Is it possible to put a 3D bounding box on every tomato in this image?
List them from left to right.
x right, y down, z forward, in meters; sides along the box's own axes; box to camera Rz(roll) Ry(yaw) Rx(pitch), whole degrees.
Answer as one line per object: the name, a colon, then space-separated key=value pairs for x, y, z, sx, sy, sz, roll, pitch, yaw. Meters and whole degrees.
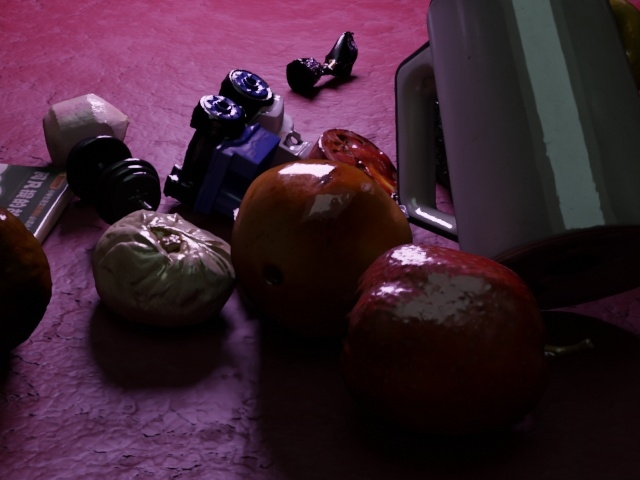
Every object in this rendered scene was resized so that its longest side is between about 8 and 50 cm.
tomato: x=0.036 y=-0.076 z=1.614 sx=0.139 sy=0.091 sz=0.159 roll=39 pitch=29 yaw=-2

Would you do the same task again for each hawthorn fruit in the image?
hawthorn fruit: x=0.149 y=0.107 z=1.224 sx=0.253 sy=0.205 sz=0.205 roll=9 pitch=32 yaw=12

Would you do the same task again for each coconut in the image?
coconut: x=-0.336 y=-0.158 z=1.732 sx=0.124 sy=0.110 sz=0.110 roll=-15 pitch=34 yaw=-14

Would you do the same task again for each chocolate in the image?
chocolate: x=0.013 y=-0.296 z=2.015 sx=0.147 sy=0.072 sz=0.070 roll=-28 pitch=44 yaw=-31

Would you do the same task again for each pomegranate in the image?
pomegranate: x=0.000 y=0.012 z=1.369 sx=0.209 sy=0.209 sz=0.209 roll=1 pitch=31 yaw=-1

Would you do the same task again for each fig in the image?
fig: x=-0.372 y=0.031 z=1.364 sx=0.190 sy=0.191 sz=0.290 roll=9 pitch=15 yaw=13

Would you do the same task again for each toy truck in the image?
toy truck: x=-0.097 y=-0.114 z=1.647 sx=0.177 sy=0.161 sz=0.213 roll=28 pitch=35 yaw=5

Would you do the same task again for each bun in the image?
bun: x=-0.186 y=0.026 z=1.422 sx=0.164 sy=0.111 sz=0.188 roll=-12 pitch=30 yaw=-27

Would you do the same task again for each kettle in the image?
kettle: x=0.230 y=-0.113 z=1.446 sx=0.250 sy=0.361 sz=0.377 roll=8 pitch=64 yaw=-35

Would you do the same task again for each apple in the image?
apple: x=0.440 y=-0.306 z=1.945 sx=0.196 sy=0.197 sz=0.157 roll=-8 pitch=-11 yaw=-15

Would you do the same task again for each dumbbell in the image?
dumbbell: x=-0.278 y=-0.081 z=1.607 sx=0.099 sy=0.099 sz=0.208 roll=-19 pitch=36 yaw=-31

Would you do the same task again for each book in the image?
book: x=-0.480 y=-0.052 z=1.618 sx=0.264 sy=0.027 sz=0.202 roll=5 pitch=30 yaw=6

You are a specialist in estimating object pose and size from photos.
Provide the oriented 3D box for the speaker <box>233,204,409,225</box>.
speaker: x=0.000 y=0.000 z=1.500 sx=0.218 sy=0.082 sz=0.044 roll=-3 pitch=26 yaw=-7

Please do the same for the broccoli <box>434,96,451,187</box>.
broccoli: x=0.257 y=-0.174 z=1.716 sx=0.269 sy=0.269 sz=0.254 roll=15 pitch=76 yaw=21
